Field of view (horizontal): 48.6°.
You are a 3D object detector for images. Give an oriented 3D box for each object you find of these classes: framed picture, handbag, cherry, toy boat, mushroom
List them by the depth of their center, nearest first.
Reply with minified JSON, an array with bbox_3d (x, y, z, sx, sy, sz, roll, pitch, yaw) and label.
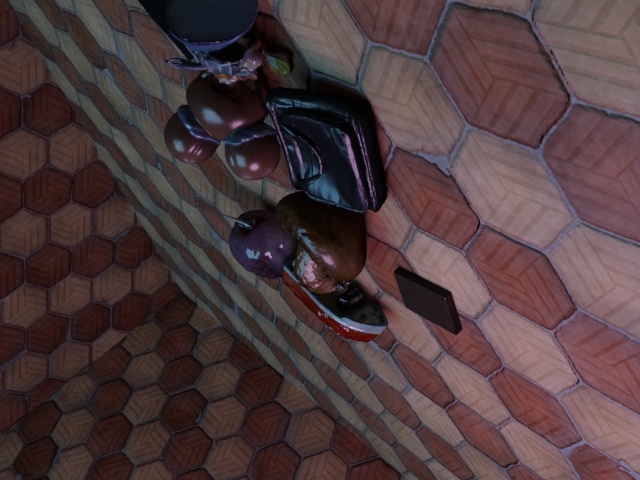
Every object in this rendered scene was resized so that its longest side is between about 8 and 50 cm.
[{"bbox_3d":[0.012,-0.181,1.460,0.244,0.088,0.275,19,148,31],"label":"handbag"},{"bbox_3d":[0.251,0.141,1.664,0.168,0.023,0.128,27,149,46],"label":"framed picture"},{"bbox_3d":[0.011,-0.001,1.667,0.263,0.195,0.283,42,152,43],"label":"mushroom"},{"bbox_3d":[-0.374,-0.596,1.700,0.244,0.013,0.324,49,159,2],"label":"framed picture"},{"bbox_3d":[0.050,0.142,1.932,0.332,0.145,0.133,41,130,21],"label":"toy boat"},{"bbox_3d":[-0.162,0.011,2.063,0.266,0.183,0.213,47,174,-40],"label":"cherry"}]

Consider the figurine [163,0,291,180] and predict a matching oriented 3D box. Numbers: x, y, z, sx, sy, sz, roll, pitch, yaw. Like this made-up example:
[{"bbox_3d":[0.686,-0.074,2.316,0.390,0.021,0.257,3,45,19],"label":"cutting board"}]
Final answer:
[{"bbox_3d":[-0.206,-0.328,1.522,0.276,0.248,0.388,19,154,11],"label":"figurine"}]
